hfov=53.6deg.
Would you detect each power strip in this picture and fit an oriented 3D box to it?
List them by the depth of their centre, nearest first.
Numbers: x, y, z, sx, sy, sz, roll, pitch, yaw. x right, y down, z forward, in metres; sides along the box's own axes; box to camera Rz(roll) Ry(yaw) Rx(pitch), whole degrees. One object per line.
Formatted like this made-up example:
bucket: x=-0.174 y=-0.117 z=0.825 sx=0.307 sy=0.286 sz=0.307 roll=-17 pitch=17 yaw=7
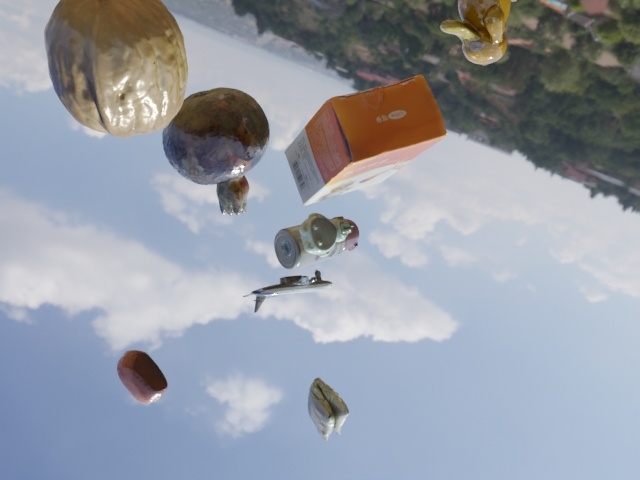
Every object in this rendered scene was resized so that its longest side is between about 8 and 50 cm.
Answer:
power strip: x=0.008 y=-0.010 z=0.772 sx=0.035 sy=0.055 sz=0.083 roll=-16 pitch=179 yaw=37

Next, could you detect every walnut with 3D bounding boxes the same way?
walnut: x=-0.327 y=-0.285 z=1.029 sx=0.225 sy=0.260 sz=0.224 roll=2 pitch=-138 yaw=-2

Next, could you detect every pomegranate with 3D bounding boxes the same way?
pomegranate: x=-0.258 y=-0.221 z=1.656 sx=0.285 sy=0.340 sz=0.285 roll=-12 pitch=-154 yaw=6

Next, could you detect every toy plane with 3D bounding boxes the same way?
toy plane: x=-0.065 y=0.107 z=1.435 sx=0.226 sy=0.058 sz=0.226 roll=-15 pitch=172 yaw=-37

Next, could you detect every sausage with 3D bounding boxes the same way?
sausage: x=-0.286 y=0.218 z=1.009 sx=0.094 sy=0.054 sz=0.059 roll=55 pitch=-141 yaw=-11

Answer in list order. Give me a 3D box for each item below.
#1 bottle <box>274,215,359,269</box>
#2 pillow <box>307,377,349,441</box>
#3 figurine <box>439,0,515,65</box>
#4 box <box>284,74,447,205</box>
bottle: x=0.000 y=0.000 z=1.645 sx=0.233 sy=0.109 sz=0.110 roll=-16 pitch=-145 yaw=-38
pillow: x=0.014 y=0.474 z=1.777 sx=0.078 sy=0.181 sz=0.134 roll=-25 pitch=-121 yaw=-23
figurine: x=0.444 y=-0.612 z=1.733 sx=0.215 sy=0.228 sz=0.215 roll=24 pitch=-174 yaw=-3
box: x=0.083 y=-0.205 z=1.357 sx=0.225 sy=0.143 sz=0.341 roll=-19 pitch=177 yaw=-20
